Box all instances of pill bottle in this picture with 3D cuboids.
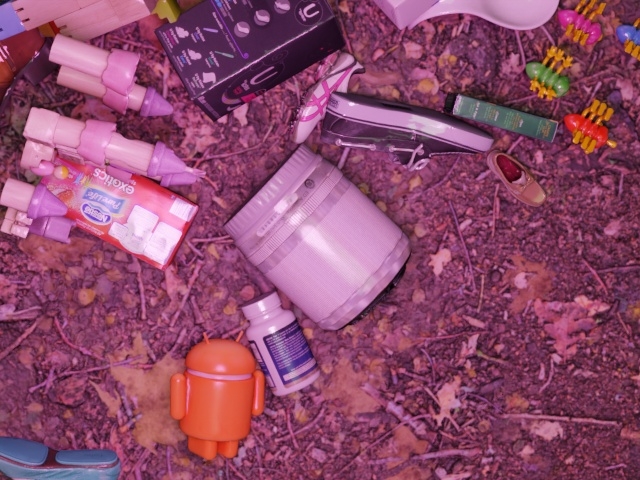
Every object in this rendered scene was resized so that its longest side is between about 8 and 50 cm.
[{"bbox_3d":[-0.074,0.179,1.946,0.094,0.094,0.169,-24,96,-3],"label":"pill bottle"}]

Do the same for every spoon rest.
[{"bbox_3d":[0.288,-0.424,1.945,0.276,0.084,0.137,-12,95,-4],"label":"spoon rest"}]

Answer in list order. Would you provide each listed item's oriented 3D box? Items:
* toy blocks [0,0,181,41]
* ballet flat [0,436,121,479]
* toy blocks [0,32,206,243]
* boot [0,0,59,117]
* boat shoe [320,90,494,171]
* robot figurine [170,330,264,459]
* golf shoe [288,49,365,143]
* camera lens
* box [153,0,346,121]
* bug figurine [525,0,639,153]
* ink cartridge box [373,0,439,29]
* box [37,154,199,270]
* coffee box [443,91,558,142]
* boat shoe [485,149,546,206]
[{"bbox_3d":[-0.378,-0.408,1.780,0.261,0.381,0.191,-18,117,15],"label":"toy blocks"},{"bbox_3d":[-0.474,0.402,1.935,0.247,0.083,0.087,8,107,-4],"label":"ballet flat"},{"bbox_3d":[-0.315,-0.117,1.691,0.260,0.288,0.309,19,86,-10],"label":"toy blocks"},{"bbox_3d":[-0.598,-0.322,1.799,0.264,0.096,0.280,-39,127,-2],"label":"boot"},{"bbox_3d":[0.150,-0.176,1.931,0.306,0.113,0.105,9,110,-21],"label":"boat shoe"},{"bbox_3d":[-0.177,0.266,1.928,0.158,0.128,0.219,6,94,1],"label":"robot figurine"},{"bbox_3d":[0.009,-0.245,1.939,0.086,0.067,0.186,29,91,-8],"label":"golf shoe"},{"bbox_3d":[0.000,0.000,1.878,0.274,0.219,0.219,44,89,-7],"label":"camera lens"},{"bbox_3d":[-0.112,-0.337,1.848,0.270,0.165,0.143,-30,80,4],"label":"box"},{"bbox_3d":[0.483,-0.303,1.972,0.216,0.072,0.279,33,83,-12],"label":"bug figurine"},{"bbox_3d":[0.127,-0.486,1.888,0.148,0.086,0.203,-37,70,-2],"label":"ink cartridge box"},{"bbox_3d":[-0.346,-0.063,1.890,0.257,0.122,0.128,28,89,-6],"label":"box"},{"bbox_3d":[0.314,-0.218,1.946,0.184,0.113,0.040,15,98,-5],"label":"coffee box"},{"bbox_3d":[0.354,-0.109,1.991,0.135,0.045,0.050,39,90,-7],"label":"boat shoe"}]
